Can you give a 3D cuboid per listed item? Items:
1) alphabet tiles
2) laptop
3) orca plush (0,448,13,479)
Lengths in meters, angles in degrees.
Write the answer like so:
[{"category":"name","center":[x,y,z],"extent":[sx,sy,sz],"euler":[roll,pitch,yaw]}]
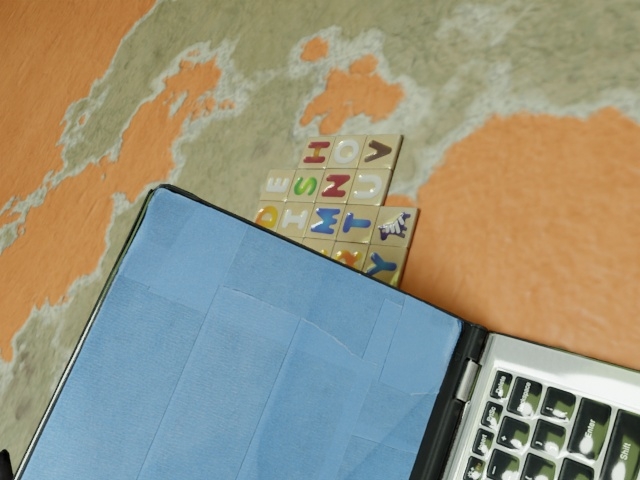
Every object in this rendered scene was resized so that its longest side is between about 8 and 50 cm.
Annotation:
[{"category":"alphabet tiles","center":[0.000,0.000,0.585],"extent":[0.198,0.009,0.237],"euler":[5,71,38]},{"category":"laptop","center":[0.042,0.210,0.297],"extent":[0.408,0.236,0.381],"euler":[12,76,39]},{"category":"orca plush","center":[-0.456,0.286,0.710],"extent":[0.287,0.151,0.102],"euler":[-27,23,26]}]
